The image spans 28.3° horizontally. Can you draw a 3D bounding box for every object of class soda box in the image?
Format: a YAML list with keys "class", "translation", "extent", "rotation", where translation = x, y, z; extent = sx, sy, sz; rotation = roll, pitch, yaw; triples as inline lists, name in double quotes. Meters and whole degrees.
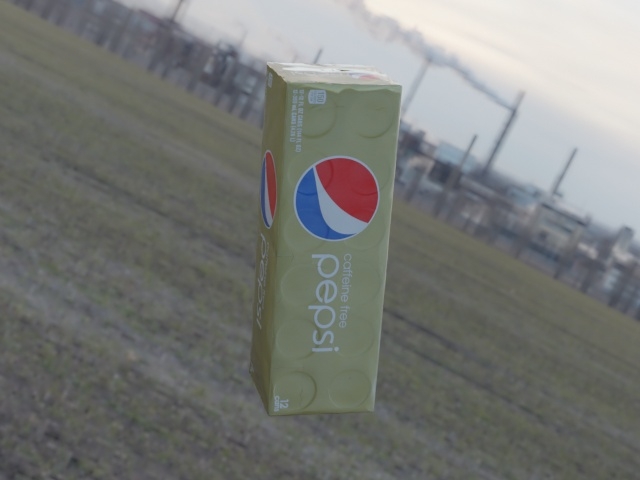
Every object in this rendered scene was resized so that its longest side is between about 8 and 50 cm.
- class: "soda box"
  translation: [0.000, 0.000, 0.673]
  extent: [0.061, 0.181, 0.058]
  rotation: [0, 18, -14]
